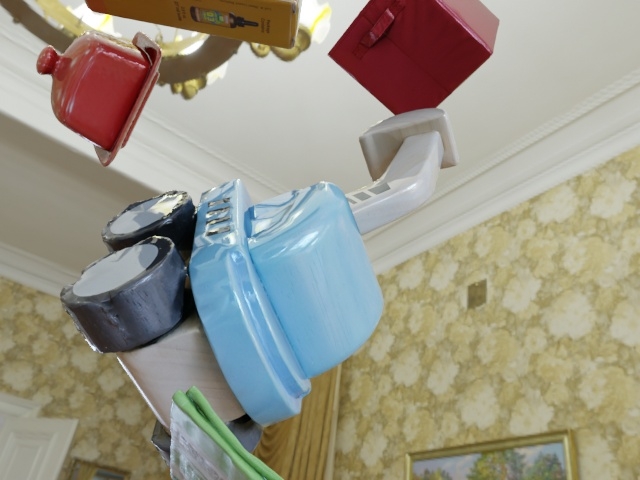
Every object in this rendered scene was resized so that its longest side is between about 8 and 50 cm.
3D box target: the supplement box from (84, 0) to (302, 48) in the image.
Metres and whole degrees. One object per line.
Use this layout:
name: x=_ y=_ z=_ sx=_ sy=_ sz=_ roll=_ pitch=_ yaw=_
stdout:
supplement box: x=-0.134 y=-0.275 z=0.599 sx=0.233 sy=0.080 sz=0.078 roll=12 pitch=-17 yaw=-2

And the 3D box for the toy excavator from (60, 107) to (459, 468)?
toy excavator: x=0.000 y=0.000 z=0.663 sx=0.445 sy=0.433 sz=0.222 roll=-20 pitch=-65 yaw=1

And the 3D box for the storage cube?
storage cube: x=0.158 y=-0.336 z=0.934 sx=0.193 sy=0.215 sz=0.183 roll=39 pitch=-51 yaw=-10

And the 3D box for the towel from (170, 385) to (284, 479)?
towel: x=-0.058 y=0.166 z=0.379 sx=0.113 sy=0.023 sz=0.152 roll=39 pitch=-38 yaw=17

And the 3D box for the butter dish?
butter dish: x=-0.280 y=-0.193 z=0.682 sx=0.118 sy=0.160 sz=0.160 roll=20 pitch=-74 yaw=-36
